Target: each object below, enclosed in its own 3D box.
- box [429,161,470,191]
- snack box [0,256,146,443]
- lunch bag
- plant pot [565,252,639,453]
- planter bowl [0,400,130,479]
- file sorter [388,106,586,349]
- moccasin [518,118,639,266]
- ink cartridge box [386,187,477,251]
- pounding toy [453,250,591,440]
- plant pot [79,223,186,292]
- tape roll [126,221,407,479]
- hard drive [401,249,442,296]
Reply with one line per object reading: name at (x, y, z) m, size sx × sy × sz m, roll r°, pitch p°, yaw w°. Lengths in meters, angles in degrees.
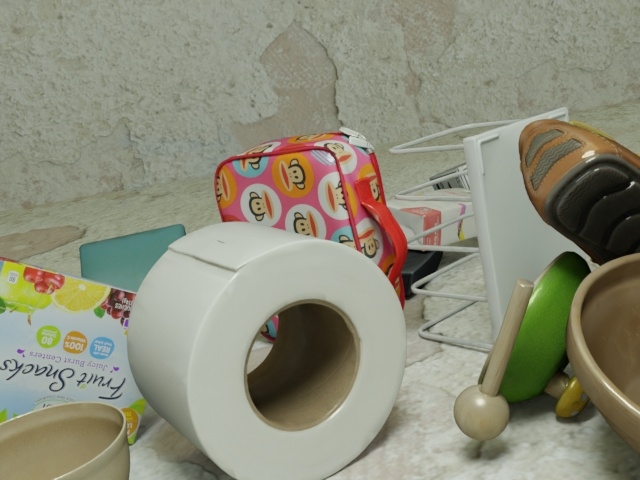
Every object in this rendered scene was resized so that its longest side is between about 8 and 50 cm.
box at (0.336, -0.129, 1.567) m, size 0.169 × 0.087 × 0.290 m, roll -23°, pitch 1°, yaw -3°
snack box at (-0.288, 0.127, 0.863) m, size 0.207 × 0.175 × 0.070 m, roll 21°, pitch -7°, yaw -37°
lunch bag at (0.000, 0.000, 1.059) m, size 0.258 × 0.293 × 0.120 m, roll -3°, pitch 17°, yaw 35°
plant pot at (0.327, 0.123, 0.667) m, size 0.237 × 0.110 × 0.237 m, roll 0°, pitch 40°, yaw 0°
planter bowl at (-0.248, 0.235, 0.707) m, size 0.162 × 0.109 × 0.162 m, roll -10°, pitch 14°, yaw 2°
file sorter at (0.219, -0.016, 1.022) m, size 0.192 × 0.278 × 0.173 m, roll -21°, pitch 16°, yaw -37°
moccasin at (0.348, -0.001, 0.815) m, size 0.380 × 0.139 × 0.147 m, roll 26°, pitch 27°, yaw -23°
ink cartridge box at (0.213, -0.042, 1.344) m, size 0.198 × 0.067 × 0.115 m, roll -14°, pitch 21°, yaw -34°
pounding toy at (0.244, 0.117, 0.777) m, size 0.110 × 0.183 × 0.237 m, roll 33°, pitch 23°, yaw 25°
plant pot at (-0.256, 0.104, 1.132) m, size 0.165 × 0.166 × 0.234 m, roll -13°, pitch 22°, yaw -11°
tape roll at (-0.056, 0.109, 0.795) m, size 0.246 × 0.246 × 0.169 m, roll -18°, pitch 16°, yaw -29°
hard drive at (0.120, 0.038, 1.320) m, size 0.172 × 0.054 × 0.254 m, roll -3°, pitch 15°, yaw 23°
